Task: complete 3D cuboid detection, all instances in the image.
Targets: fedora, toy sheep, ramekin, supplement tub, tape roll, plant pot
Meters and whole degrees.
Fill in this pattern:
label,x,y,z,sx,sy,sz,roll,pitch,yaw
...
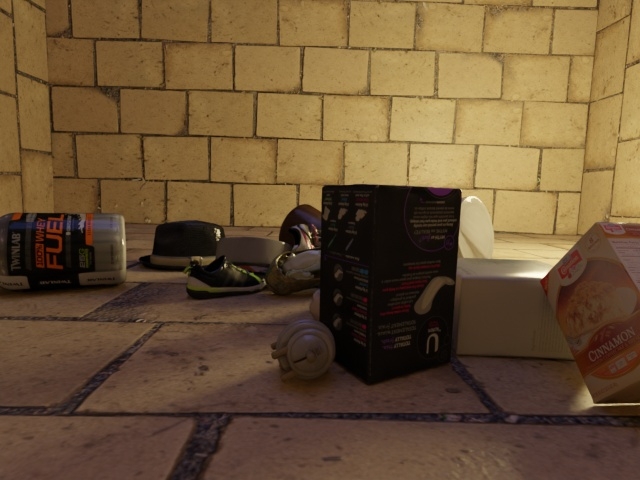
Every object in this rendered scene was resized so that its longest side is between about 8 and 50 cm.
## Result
label,x,y,z,sx,sy,sz,roll,pitch,yaw
fedora,-0.456,0.008,1.427,0.334,0.152,0.334,2,6,0
toy sheep,-0.021,0.150,0.559,0.091,0.091,0.132,1,1,-9
ramekin,0.516,-0.021,1.498,0.273,0.273,0.127,-4,-4,-42
supplement tub,-0.663,0.026,1.021,0.316,0.193,0.193,-2,7,-27
tape roll,-0.190,0.049,1.173,0.219,0.072,0.219,3,-15,1
plant pot,0.000,0.000,1.520,0.230,0.215,0.215,25,20,37

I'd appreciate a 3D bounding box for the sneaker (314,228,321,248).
label,x,y,z,sx,sy,sz,roll,pitch,yaw
sneaker,-0.045,0.030,1.313,0.099,0.153,0.282,-3,8,-36

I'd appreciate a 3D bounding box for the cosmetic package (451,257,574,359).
label,x,y,z,sx,sy,sz,roll,pitch,yaw
cosmetic package,0.335,0.112,0.753,0.225,0.138,0.224,1,6,3

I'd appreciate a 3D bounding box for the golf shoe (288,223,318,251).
label,x,y,z,sx,sy,sz,roll,pitch,yaw
golf shoe,-0.043,0.043,1.153,0.086,0.186,0.067,-4,-21,-29

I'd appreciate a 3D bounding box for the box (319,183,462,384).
label,x,y,z,sx,sy,sz,roll,pitch,yaw
box,0.101,0.051,0.626,0.165,0.270,0.143,-2,7,-30

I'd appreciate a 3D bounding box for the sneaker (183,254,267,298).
label,x,y,z,sx,sy,sz,roll,pitch,yaw
sneaker,-0.226,0.085,1.025,0.235,0.097,0.084,-4,9,-43

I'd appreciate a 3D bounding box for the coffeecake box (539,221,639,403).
label,x,y,z,sx,sy,sz,roll,pitch,yaw
coffeecake box,0.379,0.091,0.518,0.068,0.142,0.185,2,51,-5

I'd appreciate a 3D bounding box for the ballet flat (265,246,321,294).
label,x,y,z,sx,sy,sz,roll,pitch,yaw
ballet flat,0.028,0.054,1.056,0.348,0.123,0.123,-13,11,-19

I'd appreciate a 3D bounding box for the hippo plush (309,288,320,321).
label,x,y,z,sx,sy,sz,roll,pitch,yaw
hippo plush,0.112,0.042,0.865,0.234,0.236,0.294,3,7,15
